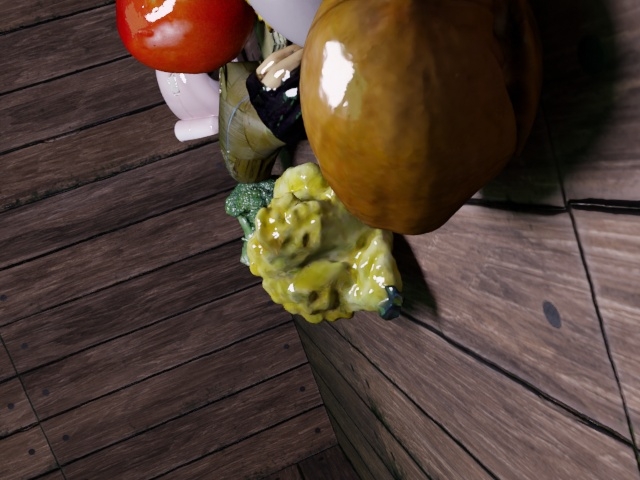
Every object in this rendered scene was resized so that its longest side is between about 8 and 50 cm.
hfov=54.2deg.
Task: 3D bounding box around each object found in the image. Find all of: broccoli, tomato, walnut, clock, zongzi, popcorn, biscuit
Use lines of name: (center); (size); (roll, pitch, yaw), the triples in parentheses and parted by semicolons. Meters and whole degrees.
broccoli: (-0.150, -0.055, 1.781); (0.270, 0.270, 0.270); (-150, 78, -74)
tomato: (-0.279, -0.472, 1.234); (0.226, 0.299, 0.298); (-50, -55, -62)
walnut: (0.082, -0.114, 0.579); (0.336, 0.209, 0.209); (87, 159, -62)
clock: (-0.321, -0.472, 1.716); (0.342, 0.184, 0.325); (-56, -49, -60)
zongzi: (-0.133, -0.226, 1.535); (0.360, 0.160, 0.323); (50, 150, 40)
popcorn: (0.001, -0.004, 1.091); (0.237, 0.293, 0.293); (-60, -40, -56)
biscuit: (-0.106, -0.438, 1.325); (0.199, 0.041, 0.121); (159, 93, -81)

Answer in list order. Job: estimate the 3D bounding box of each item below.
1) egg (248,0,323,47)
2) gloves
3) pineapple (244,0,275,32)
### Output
egg: (-0.015, -0.329, 0.710); (0.232, 0.176, 0.176); (66, 170, -2)
gloves: (-0.031, -0.247, 1.104); (0.197, 0.152, 0.301); (44, 158, -11)
pineapple: (-0.095, -0.468, 1.085); (0.225, 0.076, 0.225); (51, 167, 16)
